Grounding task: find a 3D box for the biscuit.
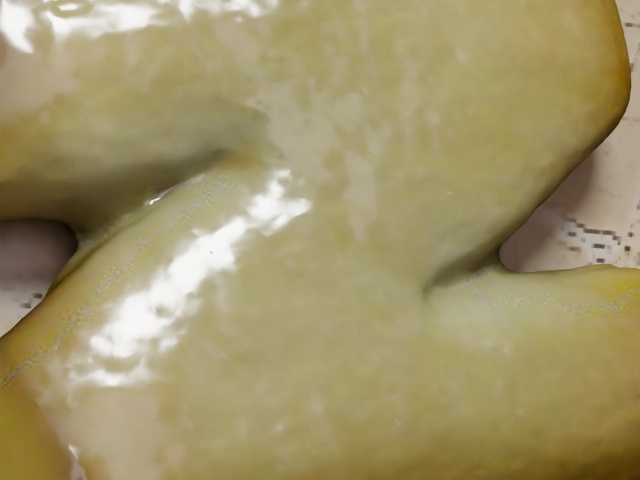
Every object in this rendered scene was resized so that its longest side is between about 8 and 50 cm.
[{"bbox_3d":[0.000,0.000,0.676,0.291,0.062,0.236,-6,79,-23],"label":"biscuit"}]
